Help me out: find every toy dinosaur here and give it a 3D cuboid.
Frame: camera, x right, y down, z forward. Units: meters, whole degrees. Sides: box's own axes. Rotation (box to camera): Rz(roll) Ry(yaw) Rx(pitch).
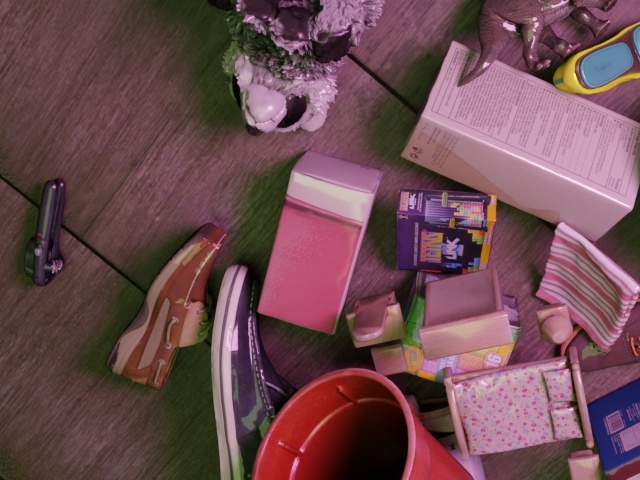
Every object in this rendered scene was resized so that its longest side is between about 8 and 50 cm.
[{"bbox_3d":[0.297,-0.324,1.232,0.313,0.121,0.160,-42,74,11],"label":"toy dinosaur"}]

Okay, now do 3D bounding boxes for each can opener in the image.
[{"bbox_3d":[-0.450,-0.012,1.490,0.073,0.059,0.186,16,110,4],"label":"can opener"}]

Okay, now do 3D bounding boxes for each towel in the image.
[{"bbox_3d":[0.383,0.071,1.316,0.029,0.197,0.144,-38,63,-17],"label":"towel"}]

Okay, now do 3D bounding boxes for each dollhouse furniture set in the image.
[{"bbox_3d":[0.221,0.242,1.273,0.303,0.174,0.356,-13,106,12],"label":"dollhouse furniture set"}]

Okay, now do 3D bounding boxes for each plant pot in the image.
[{"bbox_3d":[0.088,0.362,1.307,0.272,0.272,0.265,-35,131,17],"label":"plant pot"}]

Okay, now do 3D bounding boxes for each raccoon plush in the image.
[{"bbox_3d":[0.022,-0.342,1.286,0.216,0.299,0.446,41,77,10],"label":"raccoon plush"}]

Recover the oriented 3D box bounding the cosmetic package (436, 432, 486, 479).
[{"bbox_3d":[0.100,0.505,1.461,0.377,0.285,0.097,-23,135,15],"label":"cosmetic package"}]

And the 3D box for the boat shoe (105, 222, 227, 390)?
[{"bbox_3d":[-0.228,0.115,1.471,0.119,0.122,0.324,34,118,-2],"label":"boat shoe"}]

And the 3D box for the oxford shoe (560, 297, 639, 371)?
[{"bbox_3d":[0.495,0.139,1.375,0.271,0.098,0.097,-26,103,16],"label":"oxford shoe"}]

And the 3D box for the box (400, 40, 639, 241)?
[{"bbox_3d":[0.288,-0.136,1.273,0.311,0.148,0.121,25,154,1],"label":"box"}]

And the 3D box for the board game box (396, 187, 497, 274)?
[{"bbox_3d":[0.184,-0.009,1.348,0.141,0.048,0.170,3,150,7],"label":"board game box"}]

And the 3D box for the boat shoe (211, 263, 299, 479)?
[{"bbox_3d":[-0.087,0.285,1.445,0.155,0.187,0.501,-6,89,-1],"label":"boat shoe"}]

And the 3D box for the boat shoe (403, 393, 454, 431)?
[{"bbox_3d":[0.155,0.282,1.498,0.169,0.063,0.059,-3,105,0],"label":"boat shoe"}]

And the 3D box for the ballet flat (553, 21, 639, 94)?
[{"bbox_3d":[0.418,-0.252,1.257,0.230,0.077,0.077,-21,94,-22],"label":"ballet flat"}]

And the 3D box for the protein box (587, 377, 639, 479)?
[{"bbox_3d":[0.535,0.301,1.369,0.201,0.200,0.136,-32,102,17],"label":"protein box"}]

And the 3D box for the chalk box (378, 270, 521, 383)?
[{"bbox_3d":[0.185,0.134,1.404,0.212,0.132,0.132,17,110,4],"label":"chalk box"}]

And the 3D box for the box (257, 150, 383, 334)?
[{"bbox_3d":[0.000,0.000,1.378,0.126,0.149,0.233,16,109,4],"label":"box"}]
